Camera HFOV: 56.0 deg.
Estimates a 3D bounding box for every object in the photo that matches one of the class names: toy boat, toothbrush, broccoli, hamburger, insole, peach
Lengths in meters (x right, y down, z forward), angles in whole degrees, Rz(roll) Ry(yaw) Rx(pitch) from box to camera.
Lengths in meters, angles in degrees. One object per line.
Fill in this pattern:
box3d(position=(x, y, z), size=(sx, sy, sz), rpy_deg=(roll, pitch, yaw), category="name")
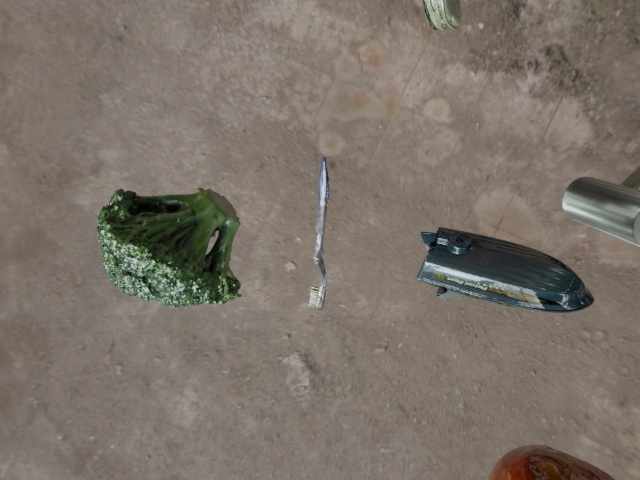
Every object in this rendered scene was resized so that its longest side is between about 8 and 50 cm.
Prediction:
box3d(position=(0.258, 0.051, 0.853), size=(0.246, 0.103, 0.093), rpy_deg=(15, 47, 18), category="toy boat")
box3d(position=(0.000, 0.000, 1.312), size=(0.042, 0.035, 0.413), rpy_deg=(8, 128, 5), category="toothbrush")
box3d(position=(-0.262, 0.009, 1.066), size=(0.242, 0.261, 0.269), rpy_deg=(-40, 51, 6), category="broccoli")
box3d(position=(0.226, -0.468, 1.145), size=(0.062, 0.133, 0.140), rpy_deg=(-6, 75, 27), category="hamburger")
box3d(position=(0.574, -0.135, 1.030), size=(0.010, 0.063, 0.192), rpy_deg=(40, 101, -10), category="insole")
box3d(position=(0.377, 0.431, 0.928), size=(0.236, 0.214, 0.214), rpy_deg=(2, 86, 28), category="peach")

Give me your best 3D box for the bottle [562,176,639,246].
box3d(position=(0.477, -0.045, 0.920), size=(0.096, 0.253, 0.079), rpy_deg=(-41, 110, 2), category="bottle")
